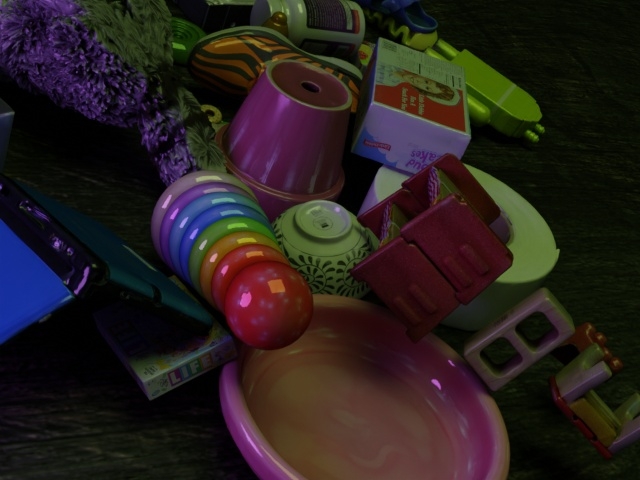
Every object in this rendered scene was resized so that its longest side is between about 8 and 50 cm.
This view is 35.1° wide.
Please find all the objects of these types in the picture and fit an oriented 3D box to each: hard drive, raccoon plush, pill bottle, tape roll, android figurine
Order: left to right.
[{"bbox_3d":[-0.352,-0.193,1.378,0.216,0.299,0.446,-12,79,-61],"label":"raccoon plush"},{"bbox_3d":[-0.137,-0.487,1.940,0.339,0.064,0.237,-9,46,-38],"label":"hard drive"},{"bbox_3d":[-0.025,-0.392,1.838,0.194,0.108,0.108,-1,42,-33],"label":"pill bottle"},{"bbox_3d":[0.192,-0.001,1.456,0.286,0.100,0.286,16,34,-12],"label":"tape roll"},{"bbox_3d":[0.310,-0.279,1.916,0.273,0.056,0.248,37,30,3],"label":"android figurine"}]

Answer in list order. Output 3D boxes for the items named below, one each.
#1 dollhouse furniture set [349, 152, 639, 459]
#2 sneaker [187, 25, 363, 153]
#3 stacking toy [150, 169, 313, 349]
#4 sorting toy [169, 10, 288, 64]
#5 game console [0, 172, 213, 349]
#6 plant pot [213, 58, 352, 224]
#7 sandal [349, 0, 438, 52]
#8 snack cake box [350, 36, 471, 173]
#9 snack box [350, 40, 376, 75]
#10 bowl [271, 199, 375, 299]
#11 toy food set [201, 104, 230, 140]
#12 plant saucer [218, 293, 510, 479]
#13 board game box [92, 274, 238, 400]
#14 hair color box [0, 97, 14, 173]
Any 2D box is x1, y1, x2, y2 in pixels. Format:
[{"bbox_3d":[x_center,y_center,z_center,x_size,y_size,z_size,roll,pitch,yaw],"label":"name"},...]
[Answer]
[{"bbox_3d":[0.214,0.093,1.223,0.374,0.152,0.201,48,16,-10],"label":"dollhouse furniture set"},{"bbox_3d":[-0.045,-0.233,1.600,0.321,0.124,0.180,7,37,-24],"label":"sneaker"},{"bbox_3d":[-0.087,0.028,1.116,0.141,0.141,0.330,7,15,-24],"label":"stacking toy"},{"bbox_3d":[-0.201,-0.367,1.684,0.366,0.126,0.127,18,35,-11],"label":"sorting toy"},{"bbox_3d":[-0.302,0.057,1.059,0.250,0.173,0.293,32,1,-43],"label":"game console"},{"bbox_3d":[-0.045,-0.148,1.436,0.201,0.180,0.201,16,35,-11],"label":"plant pot"},{"bbox_3d":[0.115,-0.515,2.068,0.317,0.138,0.126,27,36,6],"label":"sandal"},{"bbox_3d":[0.138,-0.202,1.535,0.152,0.089,0.264,20,31,-6],"label":"snack cake box"},{"bbox_3d":[0.129,-0.325,1.905,0.141,0.037,0.100,14,37,-17],"label":"snack box"},{"bbox_3d":[0.000,0.000,1.321,0.170,0.080,0.170,6,43,-5],"label":"bowl"},{"bbox_3d":[-0.174,-0.175,1.535,0.083,0.020,0.082,-14,50,-43],"label":"toy food set"},{"bbox_3d":[0.042,0.199,1.111,0.332,0.084,0.332,17,34,-12],"label":"plant saucer"},{"bbox_3d":[-0.169,0.101,1.089,0.103,0.026,0.154,-26,35,-20],"label":"board game box"},{"bbox_3d":[-0.569,-0.202,1.249,0.374,0.113,0.185,40,37,23],"label":"hair color box"}]
